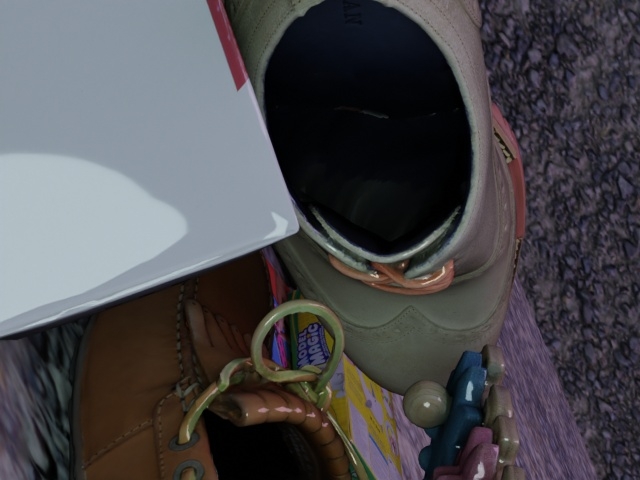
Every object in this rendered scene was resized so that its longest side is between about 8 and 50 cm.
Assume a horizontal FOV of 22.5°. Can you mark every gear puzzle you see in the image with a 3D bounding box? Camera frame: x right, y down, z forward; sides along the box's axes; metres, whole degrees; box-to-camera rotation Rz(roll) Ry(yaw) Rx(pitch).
[{"bbox_3d":[0.023,0.217,0.725,0.175,0.044,0.339,-83,-173,-71],"label":"gear puzzle"}]

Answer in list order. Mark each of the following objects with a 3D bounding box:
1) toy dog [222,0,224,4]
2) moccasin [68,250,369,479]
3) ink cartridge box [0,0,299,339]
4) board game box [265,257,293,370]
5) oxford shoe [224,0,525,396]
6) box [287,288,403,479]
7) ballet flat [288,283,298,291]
[{"bbox_3d":[-0.052,-0.282,0.787,0.408,0.395,0.285,59,23,-72],"label":"toy dog"},{"bbox_3d":[-0.041,0.111,0.730,0.380,0.147,0.139,-87,154,-61],"label":"moccasin"},{"bbox_3d":[-0.096,-0.037,0.669,0.176,0.127,0.128,161,-90,-81],"label":"ink cartridge box"},{"bbox_3d":[-0.018,0.139,1.066,0.145,0.027,0.281,57,17,-50],"label":"board game box"},{"bbox_3d":[0.021,-0.023,0.748,0.397,0.140,0.147,71,15,-50],"label":"oxford shoe"},{"bbox_3d":[0.017,0.106,1.107,0.179,0.043,0.105,-92,159,-48],"label":"box"},{"bbox_3d":[0.000,0.000,1.245,0.280,0.095,0.096,59,23,-3],"label":"ballet flat"}]
